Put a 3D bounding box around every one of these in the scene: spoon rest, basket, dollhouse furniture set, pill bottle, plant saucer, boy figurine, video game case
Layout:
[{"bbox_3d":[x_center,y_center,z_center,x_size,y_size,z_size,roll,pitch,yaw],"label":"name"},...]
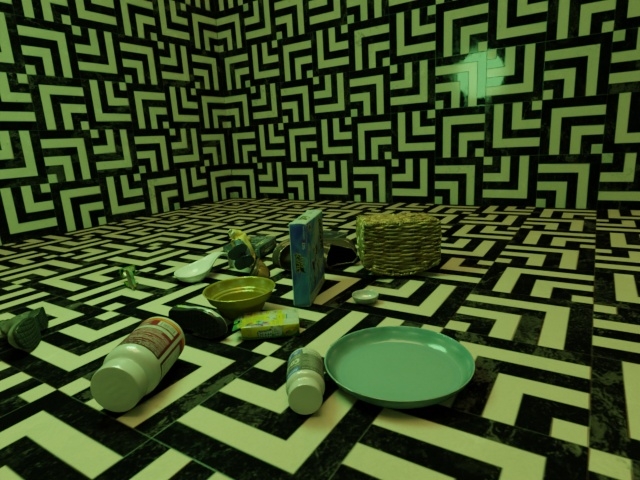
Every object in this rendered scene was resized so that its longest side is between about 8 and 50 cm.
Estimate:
[{"bbox_3d":[-0.456,0.102,1.703,0.137,0.084,0.276,7,16,37],"label":"spoon rest"},{"bbox_3d":[0.292,0.012,1.620,0.299,0.213,0.223,-4,10,0],"label":"basket"},{"bbox_3d":[-0.725,0.137,1.640,0.059,0.076,0.152,-15,17,-38],"label":"dollhouse furniture set"},{"bbox_3d":[-0.030,0.281,0.855,0.078,0.078,0.137,-4,13,-1],"label":"pill bottle"},{"bbox_3d":[0.167,0.272,0.924,0.318,0.043,0.317,-3,14,1],"label":"plant saucer"},{"bbox_3d":[-0.336,0.025,1.781,0.092,0.177,0.285,-32,19,-3],"label":"boy figurine"},{"bbox_3d":[-0.038,0.050,1.418,0.061,0.269,0.244,0,14,11],"label":"video game case"},{"bbox_3d":[-0.392,0.263,0.928,0.121,0.121,0.221,-2,13,5],"label":"pill bottle"}]

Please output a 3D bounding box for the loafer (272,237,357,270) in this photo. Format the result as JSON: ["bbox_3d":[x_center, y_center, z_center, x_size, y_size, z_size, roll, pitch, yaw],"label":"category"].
[{"bbox_3d":[-0.011,0.050,1.700,0.366,0.133,0.130,-8,14,-19],"label":"loafer"}]

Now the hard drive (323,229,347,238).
[{"bbox_3d":[0.000,0.000,2.080,0.172,0.054,0.255,7,17,38],"label":"hard drive"}]

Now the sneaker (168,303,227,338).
[{"bbox_3d":[-0.334,0.212,1.209,0.235,0.084,0.097,6,15,35],"label":"sneaker"}]

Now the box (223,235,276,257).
[{"bbox_3d":[-0.332,0.029,2.031,0.183,0.059,0.232,0,13,13],"label":"box"}]

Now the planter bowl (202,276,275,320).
[{"bbox_3d":[-0.242,0.185,1.286,0.217,0.090,0.217,-2,14,1],"label":"planter bowl"}]

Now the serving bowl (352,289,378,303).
[{"bbox_3d":[0.142,0.182,1.339,0.083,0.027,0.083,-4,13,1],"label":"serving bowl"}]

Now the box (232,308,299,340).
[{"bbox_3d":[-0.149,0.232,1.172,0.179,0.043,0.105,-2,14,-4],"label":"box"}]

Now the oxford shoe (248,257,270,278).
[{"bbox_3d":[-0.233,0.120,1.649,0.076,0.076,0.212,25,5,-12],"label":"oxford shoe"}]

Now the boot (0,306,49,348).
[{"bbox_3d":[-0.874,0.263,1.181,0.161,0.083,0.246,-16,11,-19],"label":"boot"}]
